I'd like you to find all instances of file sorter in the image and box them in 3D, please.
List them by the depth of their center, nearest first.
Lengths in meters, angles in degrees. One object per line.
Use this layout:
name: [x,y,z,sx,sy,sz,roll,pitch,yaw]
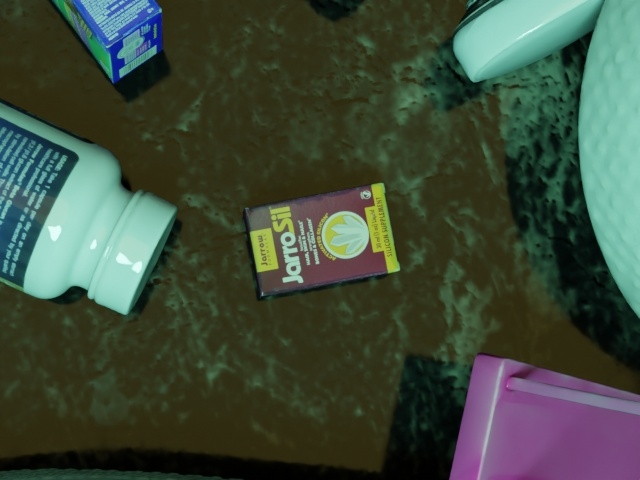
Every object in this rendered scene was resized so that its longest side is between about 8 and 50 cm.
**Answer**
file sorter: [0.176,0.227,0.748,0.202,0.182,0.290,18,82,-47]

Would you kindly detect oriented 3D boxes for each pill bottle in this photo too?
pill bottle: [-0.171,-0.024,0.834,0.169,0.094,0.094,25,84,-1]

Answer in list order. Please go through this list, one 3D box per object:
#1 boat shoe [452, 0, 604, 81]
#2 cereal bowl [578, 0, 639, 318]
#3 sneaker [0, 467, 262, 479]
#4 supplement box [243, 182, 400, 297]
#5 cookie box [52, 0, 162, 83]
boat shoe: [0.186,-0.209,0.867,0.301,0.108,0.102,-36,84,-5]
cereal bowl: [0.318,-0.066,0.795,0.339,0.141,0.338,-2,97,-19]
sneaker: [-0.065,0.204,0.803,0.366,0.135,0.150,5,81,-3]
supplement box: [0.000,0.000,0.868,0.083,0.043,0.055,-11,88,-4]
cookie box: [-0.137,-0.152,0.848,0.040,0.092,0.107,-36,88,-9]
